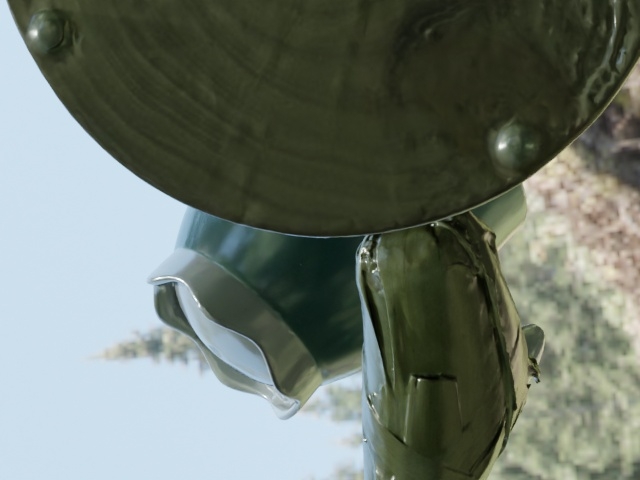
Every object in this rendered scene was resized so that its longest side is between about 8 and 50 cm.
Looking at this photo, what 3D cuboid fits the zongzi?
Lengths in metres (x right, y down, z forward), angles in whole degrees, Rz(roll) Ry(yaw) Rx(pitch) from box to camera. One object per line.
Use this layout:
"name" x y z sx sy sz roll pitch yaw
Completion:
"zongzi" 0.029 0.052 0.533 0.130 0.062 0.154 -62 -32 -29

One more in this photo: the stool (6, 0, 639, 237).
"stool" 0.025 -0.102 0.480 0.264 0.179 0.179 -33 -67 -77

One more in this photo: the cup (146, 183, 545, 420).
"cup" 0.000 0.000 0.814 0.300 0.167 0.173 48 -109 -12
